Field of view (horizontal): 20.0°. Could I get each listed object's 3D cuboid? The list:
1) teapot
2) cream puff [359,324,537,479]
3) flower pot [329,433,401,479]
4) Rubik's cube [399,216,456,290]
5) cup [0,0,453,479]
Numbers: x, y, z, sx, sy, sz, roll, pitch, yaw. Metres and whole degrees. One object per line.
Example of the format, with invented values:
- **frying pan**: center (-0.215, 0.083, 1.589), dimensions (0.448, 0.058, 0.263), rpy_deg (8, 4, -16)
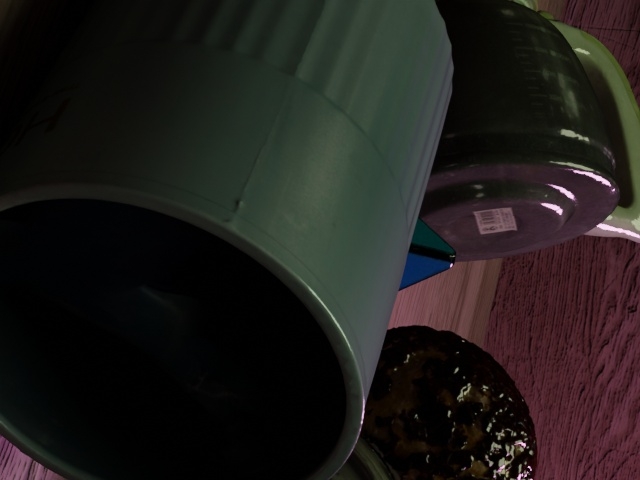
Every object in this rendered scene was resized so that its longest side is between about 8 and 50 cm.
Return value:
- **teapot**: center (0.176, -0.119, 1.625), dimensions (0.239, 0.321, 0.239), rpy_deg (117, -29, -67)
- **cream puff**: center (0.084, 0.198, 1.712), dimensions (0.165, 0.239, 0.239), rpy_deg (-2, 104, -45)
- **flower pot**: center (-0.042, 0.272, 1.630), dimensions (0.140, 0.235, 0.235), rpy_deg (-15, 117, -52)
- **Rubik's cube**: center (-0.042, 0.041, 1.513), dimensions (0.234, 0.250, 0.284), rpy_deg (-64, 180, 24)
- **cup**: center (-0.061, -0.008, 1.139), dimensions (0.311, 0.256, 0.331), rpy_deg (-69, 163, -44)
